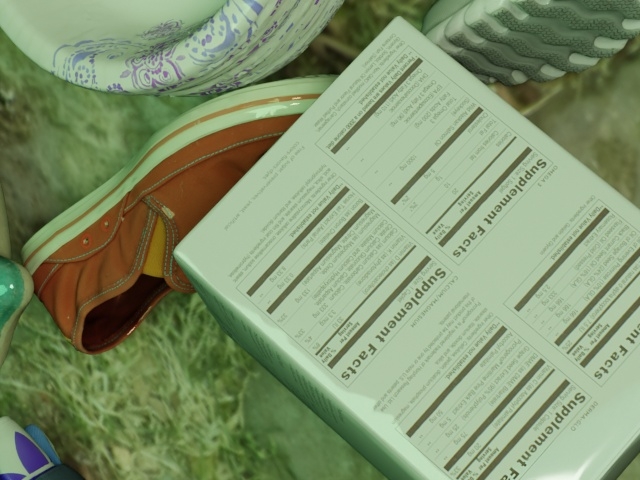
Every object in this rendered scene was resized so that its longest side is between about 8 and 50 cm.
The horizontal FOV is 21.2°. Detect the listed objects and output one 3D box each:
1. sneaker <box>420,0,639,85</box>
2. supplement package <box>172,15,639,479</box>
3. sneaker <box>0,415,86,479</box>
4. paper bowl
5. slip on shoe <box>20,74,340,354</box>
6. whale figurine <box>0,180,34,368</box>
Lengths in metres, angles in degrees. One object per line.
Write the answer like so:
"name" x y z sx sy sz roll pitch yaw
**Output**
"sneaker" 0.168 -0.195 1.046 0.281 0.105 0.115 -36 50 35
"supplement package" 0.084 0.046 1.036 0.263 0.199 0.198 41 82 14
"sneaker" -0.181 0.240 1.317 0.323 0.130 0.236 -21 96 37
"paper bowl" -0.088 -0.235 1.116 0.284 0.148 0.284 3 96 33
"slip on shoe" -0.088 -0.018 1.200 0.331 0.123 0.101 -35 75 37
"whale figurine" -0.314 -0.013 1.282 0.272 0.141 0.216 52 126 36
